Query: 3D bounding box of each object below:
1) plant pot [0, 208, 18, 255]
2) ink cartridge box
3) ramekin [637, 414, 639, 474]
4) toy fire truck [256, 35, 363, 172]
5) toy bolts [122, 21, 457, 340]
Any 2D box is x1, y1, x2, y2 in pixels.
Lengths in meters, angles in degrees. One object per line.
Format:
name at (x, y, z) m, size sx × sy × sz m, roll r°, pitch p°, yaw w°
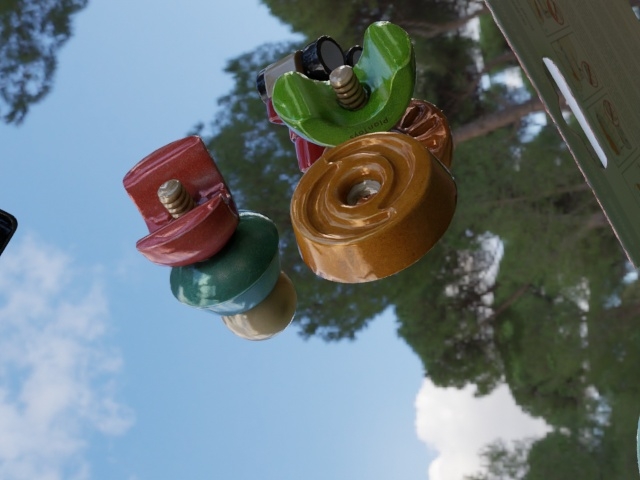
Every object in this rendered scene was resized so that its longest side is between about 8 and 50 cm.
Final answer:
plant pot at (-0.446, 0.000, 0.880) m, size 0.187 × 0.167 × 0.188 m, roll 33°, pitch -95°, yaw -38°
ink cartridge box at (0.285, -0.153, 0.971) m, size 0.385 × 0.091 × 0.308 m, roll -33°, pitch -86°, yaw -51°
ramekin at (0.407, 0.157, 0.658) m, size 0.148 × 0.304 × 0.303 m, roll 90°, pitch -173°, yaw -65°
toy fire truck at (0.051, -0.126, 1.178) m, size 0.217 × 0.158 × 0.246 m, roll 4°, pitch -107°, yaw -47°
toy bolts at (0.000, 0.000, 0.616) m, size 0.158 × 0.229 × 0.218 m, roll 57°, pitch -169°, yaw -42°
